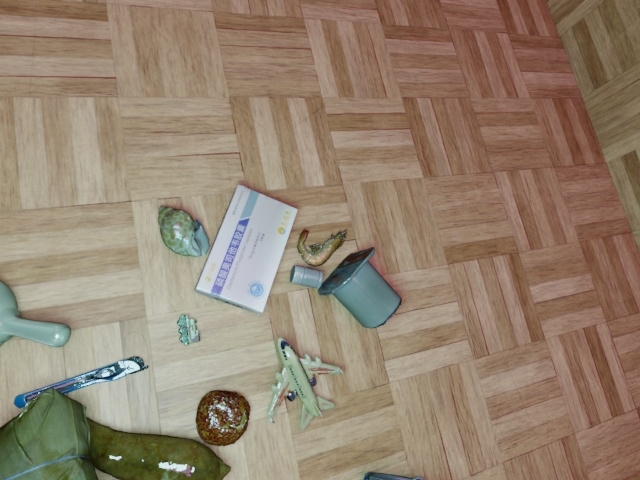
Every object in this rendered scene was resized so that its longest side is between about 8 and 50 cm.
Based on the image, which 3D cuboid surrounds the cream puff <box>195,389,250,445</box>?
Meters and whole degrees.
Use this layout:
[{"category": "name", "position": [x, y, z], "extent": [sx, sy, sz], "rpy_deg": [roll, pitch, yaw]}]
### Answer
[{"category": "cream puff", "position": [-0.251, 0.461, 1.134], "extent": [0.149, 0.084, 0.148], "rpy_deg": [5, 75, -20]}]

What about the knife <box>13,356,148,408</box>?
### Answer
[{"category": "knife", "position": [-0.585, 0.350, 1.075], "extent": [0.297, 0.026, 0.044], "rpy_deg": [-16, 92, -24]}]

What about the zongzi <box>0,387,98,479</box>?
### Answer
[{"category": "zongzi", "position": [-0.596, 0.555, 0.845], "extent": [0.356, 0.174, 0.393], "rpy_deg": [-38, 58, -10]}]

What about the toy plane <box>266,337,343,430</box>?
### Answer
[{"category": "toy plane", "position": [-0.061, 0.386, 1.214], "extent": [0.242, 0.104, 0.256], "rpy_deg": [-27, 85, -22]}]

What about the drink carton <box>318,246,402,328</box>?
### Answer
[{"category": "drink carton", "position": [0.123, 0.156, 1.321], "extent": [0.189, 0.185, 0.191], "rpy_deg": [50, 63, -13]}]

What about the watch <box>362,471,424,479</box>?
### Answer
[{"category": "watch", "position": [0.233, 0.687, 1.193], "extent": [0.206, 0.193, 0.068], "rpy_deg": [26, 66, -34]}]

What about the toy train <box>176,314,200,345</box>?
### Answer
[{"category": "toy train", "position": [-0.360, 0.242, 1.185], "extent": [0.053, 0.033, 0.083], "rpy_deg": [-5, 76, -27]}]

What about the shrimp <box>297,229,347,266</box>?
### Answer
[{"category": "shrimp", "position": [0.000, 0.000, 1.389], "extent": [0.124, 0.034, 0.178], "rpy_deg": [43, 70, 3]}]

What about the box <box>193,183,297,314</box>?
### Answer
[{"category": "box", "position": [-0.214, 0.023, 1.283], "extent": [0.200, 0.065, 0.343], "rpy_deg": [22, 68, -12]}]

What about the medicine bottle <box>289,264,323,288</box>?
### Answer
[{"category": "medicine bottle", "position": [-0.043, 0.111, 1.324], "extent": [0.091, 0.058, 0.058], "rpy_deg": [14, 70, -16]}]

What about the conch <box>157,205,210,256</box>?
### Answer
[{"category": "conch", "position": [-0.390, -0.020, 1.215], "extent": [0.173, 0.106, 0.116], "rpy_deg": [49, 41, -21]}]

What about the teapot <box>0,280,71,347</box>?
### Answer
[{"category": "teapot", "position": [-0.757, 0.170, 0.996], "extent": [0.319, 0.149, 0.219], "rpy_deg": [-10, 80, -21]}]

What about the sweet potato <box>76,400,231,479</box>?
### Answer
[{"category": "sweet potato", "position": [-0.425, 0.513, 1.039], "extent": [0.423, 0.130, 0.130], "rpy_deg": [20, 69, -3]}]
